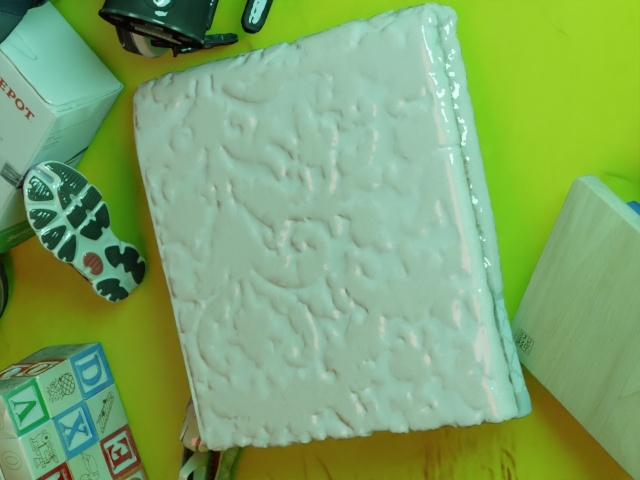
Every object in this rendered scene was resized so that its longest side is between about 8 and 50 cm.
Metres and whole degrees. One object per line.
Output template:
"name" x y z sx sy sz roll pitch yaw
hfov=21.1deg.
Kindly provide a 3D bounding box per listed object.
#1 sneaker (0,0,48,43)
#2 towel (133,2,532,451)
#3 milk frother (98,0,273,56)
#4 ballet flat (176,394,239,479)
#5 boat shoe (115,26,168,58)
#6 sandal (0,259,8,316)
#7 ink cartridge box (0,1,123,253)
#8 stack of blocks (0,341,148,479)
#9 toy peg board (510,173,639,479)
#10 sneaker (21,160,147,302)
"sneaker" -0.221 -0.273 1.330 0.127 0.126 0.321 34 111 32
"towel" 0.000 0.000 1.342 0.332 0.053 0.316 -10 93 42
"milk frother" -0.101 -0.215 1.332 0.143 0.129 0.134 8 80 68
"ballet flat" -0.104 0.190 1.553 0.057 0.052 0.168 24 124 29
"boat shoe" -0.158 -0.217 1.406 0.040 0.049 0.142 7 117 38
"sandal" -0.367 0.067 1.707 0.090 0.060 0.219 42 131 16
"ink cartridge box" -0.291 -0.111 1.533 0.160 0.093 0.219 49 132 11
"stack of blocks" -0.246 0.266 1.626 0.087 0.171 0.297 -7 105 41
"toy peg board" 0.231 0.057 1.210 0.160 0.079 0.161 47 135 33
"sneaker" -0.221 -0.007 1.511 0.071 0.068 0.170 27 157 38
